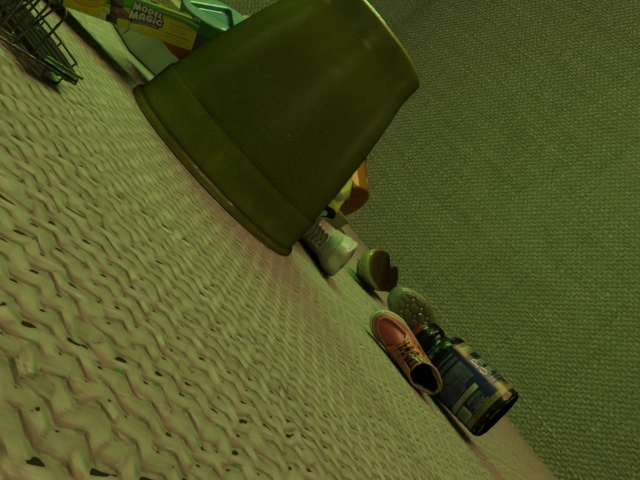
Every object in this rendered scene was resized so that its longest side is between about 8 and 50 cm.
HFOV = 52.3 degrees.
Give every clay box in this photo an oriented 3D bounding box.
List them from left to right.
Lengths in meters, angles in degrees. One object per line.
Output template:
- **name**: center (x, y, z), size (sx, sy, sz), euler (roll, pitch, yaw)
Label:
- **clay box**: center (-0.304, -0.360, 1.006), size (0.222, 0.053, 0.127), euler (16, 17, -21)

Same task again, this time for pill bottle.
- **pill bottle**: center (0.277, 0.274, 1.314), size (0.219, 0.123, 0.123), euler (45, 3, 27)

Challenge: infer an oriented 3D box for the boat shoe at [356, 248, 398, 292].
- **boat shoe**: center (0.146, 0.088, 1.848), size (0.098, 0.109, 0.302), euler (9, -9, 19)

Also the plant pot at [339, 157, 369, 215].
- **plant pot**: center (0.041, -0.209, 2.250), size (0.291, 0.291, 0.203), euler (40, 28, -61)

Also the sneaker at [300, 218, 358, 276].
- **sneaker**: center (0.000, 0.000, 1.344), size (0.115, 0.090, 0.232), euler (41, -2, -15)

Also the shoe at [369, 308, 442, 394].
- **shoe**: center (0.160, 0.205, 1.204), size (0.178, 0.063, 0.081), euler (52, -1, -12)

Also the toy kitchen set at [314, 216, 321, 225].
- **toy kitchen set**: center (-0.041, -0.041, 1.253), size (0.068, 0.075, 0.083), euler (45, 10, -46)

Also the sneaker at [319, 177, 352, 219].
- **sneaker**: center (-0.002, -0.135, 1.404), size (0.145, 0.147, 0.384), euler (9, 8, 2)

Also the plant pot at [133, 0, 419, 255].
- **plant pot**: center (-0.044, -0.228, 1.065), size (0.366, 0.353, 0.366), euler (48, 6, -6)

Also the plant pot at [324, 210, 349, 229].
- **plant pot**: center (-0.015, -0.068, 1.561), size (0.109, 0.096, 0.109), euler (45, 6, -46)

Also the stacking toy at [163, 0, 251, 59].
- **stacking toy**: center (-0.144, -0.418, 1.254), size (0.309, 0.130, 0.279), euler (8, 38, -32)

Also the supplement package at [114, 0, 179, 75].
- **supplement package**: center (-0.354, -0.437, 1.382), size (0.105, 0.105, 0.179), euler (44, 7, -47)

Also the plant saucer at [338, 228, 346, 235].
- **plant saucer**: center (-0.034, -0.109, 1.975), size (0.310, 0.050, 0.310), euler (48, 6, -7)

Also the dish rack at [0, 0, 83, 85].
- **dish rack**: center (-0.310, -0.253, 0.564), size (0.208, 0.074, 0.271), euler (51, 5, 19)

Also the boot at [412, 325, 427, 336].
- **boot**: center (0.274, 0.281, 1.516), size (0.176, 0.088, 0.244), euler (39, 14, -54)

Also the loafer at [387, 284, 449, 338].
- **loafer**: center (0.247, 0.212, 1.706), size (0.111, 0.112, 0.319), euler (47, -6, 47)

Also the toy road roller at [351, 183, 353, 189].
- **toy road roller**: center (-0.038, -0.258, 1.649), size (0.241, 0.329, 0.202), euler (6, 18, -33)
